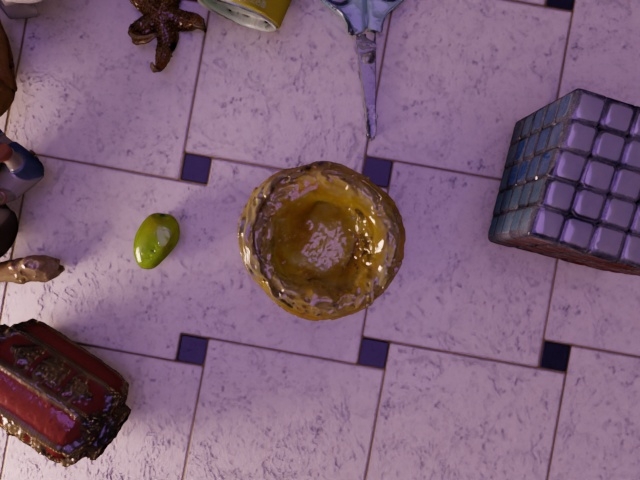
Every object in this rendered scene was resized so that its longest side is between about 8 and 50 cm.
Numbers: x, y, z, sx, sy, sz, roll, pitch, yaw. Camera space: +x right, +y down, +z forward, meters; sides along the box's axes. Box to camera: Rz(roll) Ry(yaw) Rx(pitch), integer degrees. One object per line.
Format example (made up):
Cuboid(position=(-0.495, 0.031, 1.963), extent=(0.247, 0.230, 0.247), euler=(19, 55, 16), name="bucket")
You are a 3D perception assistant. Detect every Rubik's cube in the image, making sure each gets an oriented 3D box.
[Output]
Cuboid(position=(0.440, -0.083, 0.914), extent=(0.238, 0.237, 0.236), euler=(16, 89, -1), name="Rubik's cube")

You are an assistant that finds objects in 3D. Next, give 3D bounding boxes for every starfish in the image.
Cuboid(position=(-0.272, -0.390, 0.993), extent=(0.146, 0.074, 0.189), euler=(-4, 90, 1), name="starfish")

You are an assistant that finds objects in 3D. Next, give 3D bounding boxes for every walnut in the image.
Cuboid(position=(-0.600, -0.316, 0.963), extent=(0.137, 0.137, 0.245), euler=(-18, 83, 0), name="walnut")

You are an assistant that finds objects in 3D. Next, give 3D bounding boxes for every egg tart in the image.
Cuboid(position=(0.000, 0.000, 0.972), extent=(0.288, 0.118, 0.288), euler=(0, 92, 0), name="egg tart")

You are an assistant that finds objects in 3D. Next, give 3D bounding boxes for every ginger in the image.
Cuboid(position=(-0.549, 0.057, 0.995), extent=(0.174, 0.069, 0.051), euler=(-8, 72, 2), name="ginger")

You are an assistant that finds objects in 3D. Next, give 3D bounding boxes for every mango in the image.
Cuboid(position=(-0.295, 0.001, 1.001), extent=(0.073, 0.056, 0.108), euler=(25, 93, 5), name="mango")

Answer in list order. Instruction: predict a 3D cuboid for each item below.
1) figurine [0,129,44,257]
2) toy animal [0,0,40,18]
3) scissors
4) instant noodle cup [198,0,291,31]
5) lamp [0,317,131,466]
Cuboid(position=(-0.591, -0.055, 0.949), extent=(0.158, 0.161, 0.275), euler=(23, 96, -38), name="figurine")
Cuboid(position=(-0.459, -0.517, 0.926), extent=(0.265, 0.272, 0.206), euler=(-41, 115, -13), name="toy animal")
Cuboid(position=(0.084, -0.362, 1.016), extent=(0.191, 0.029, 0.360), euler=(-3, 90, -1), name="scissors")
Cuboid(position=(-0.103, -0.493, 0.942), extent=(0.216, 0.215, 0.236), euler=(18, 98, 0), name="instant noodle cup")
Cuboid(position=(-0.459, 0.255, 0.949), extent=(0.274, 0.177, 0.177), euler=(34, 90, 2), name="lamp")
